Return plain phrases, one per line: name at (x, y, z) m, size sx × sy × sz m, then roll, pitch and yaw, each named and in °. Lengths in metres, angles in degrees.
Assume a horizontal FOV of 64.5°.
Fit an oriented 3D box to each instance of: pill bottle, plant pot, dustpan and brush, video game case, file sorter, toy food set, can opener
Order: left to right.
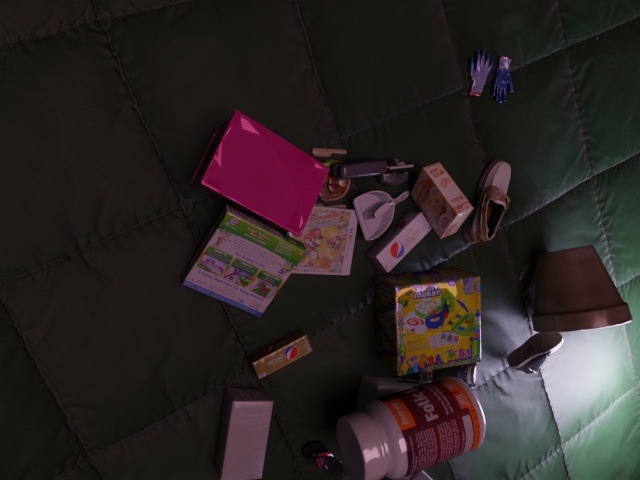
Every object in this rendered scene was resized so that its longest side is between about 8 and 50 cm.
file sorter at (-0.169, -0.165, 1.346) m, size 0.290 × 0.182 × 0.202 m, roll 29°, pitch 78°, yaw -26°
video game case at (0.000, 0.000, 1.525) m, size 0.226 × 0.026 × 0.207 m, roll 4°, pitch 99°, yaw -25°
toy food set at (0.035, -0.180, 1.521) m, size 0.132 × 0.038 × 0.192 m, roll -4°, pitch 98°, yaw -24°
can opener at (0.164, -0.200, 1.542) m, size 0.283 × 0.076 × 0.095 m, roll -12°, pitch 110°, yaw -31°
dustpan and brush at (0.203, -0.108, 1.592) m, size 0.211 × 0.060 × 0.147 m, roll -37°, pitch 116°, yaw -40°
pill bottle at (0.259, 0.554, 1.484) m, size 0.392 × 0.224 × 0.224 m, roll -10°, pitch 100°, yaw -22°
plant pot at (0.916, 0.172, 1.847) m, size 0.323 × 0.323 × 0.281 m, roll -6°, pitch 82°, yaw -24°

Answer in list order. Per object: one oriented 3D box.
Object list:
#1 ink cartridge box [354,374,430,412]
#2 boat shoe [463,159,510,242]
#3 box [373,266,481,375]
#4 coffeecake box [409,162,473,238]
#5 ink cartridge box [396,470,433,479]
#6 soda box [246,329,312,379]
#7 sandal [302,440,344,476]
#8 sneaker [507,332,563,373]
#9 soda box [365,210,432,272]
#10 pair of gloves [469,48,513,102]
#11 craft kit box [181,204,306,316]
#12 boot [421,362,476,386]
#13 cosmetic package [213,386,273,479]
ink cartridge box at (0.258, 0.563, 1.669) m, size 0.272 × 0.114 × 0.197 m, roll 12°, pitch 91°, yaw -24°
boat shoe at (0.599, -0.133, 1.748) m, size 0.113 × 0.103 × 0.302 m, roll 21°, pitch 87°, yaw -25°
box at (0.338, 0.247, 1.614) m, size 0.289 × 0.177 × 0.279 m, roll -5°, pitch 98°, yaw -16°
coffeecake box at (0.372, -0.123, 1.579) m, size 0.068 × 0.142 × 0.186 m, roll -21°, pitch 65°, yaw -21°
ink cartridge box at (0.337, 0.829, 1.680) m, size 0.092 × 0.218 × 0.159 m, roll -42°, pitch 111°, yaw -14°
soda box at (-0.120, 0.335, 1.499) m, size 0.181 × 0.061 × 0.058 m, roll -24°, pitch 105°, yaw -20°
sandal at (0.017, 0.699, 1.616) m, size 0.179 × 0.040 × 0.067 m, roll 44°, pitch 78°, yaw -22°
sneaker at (0.818, 0.416, 1.893) m, size 0.118 × 0.083 × 0.222 m, roll 29°, pitch 125°, yaw -32°
soda box at (0.252, 0.002, 1.626) m, size 0.216 × 0.069 × 0.074 m, roll -43°, pitch 111°, yaw -14°
pair of gloves at (0.585, -0.560, 1.737) m, size 0.198 × 0.023 × 0.159 m, roll 6°, pitch 96°, yaw -24°
craft kit box at (-0.208, 0.062, 1.380) m, size 0.249 × 0.061 × 0.247 m, roll 28°, pitch 112°, yaw -25°
boot at (0.446, 0.453, 1.752) m, size 0.178 × 0.236 × 0.085 m, roll 2°, pitch 76°, yaw 17°
cosmetic package at (-0.222, 0.556, 1.459) m, size 0.127 × 0.107 × 0.238 m, roll 10°, pitch 95°, yaw -25°
